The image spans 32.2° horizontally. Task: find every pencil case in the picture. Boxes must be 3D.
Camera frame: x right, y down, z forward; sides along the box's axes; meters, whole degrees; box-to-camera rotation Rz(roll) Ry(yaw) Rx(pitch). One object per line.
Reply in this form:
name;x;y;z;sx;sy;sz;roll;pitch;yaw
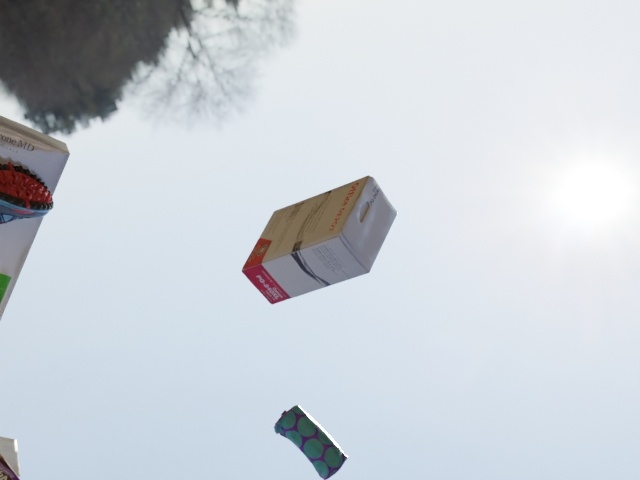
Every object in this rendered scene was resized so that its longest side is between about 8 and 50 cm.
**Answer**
pencil case;-0.020;0.384;2.104;0.070;0.151;0.064;-44;179;9

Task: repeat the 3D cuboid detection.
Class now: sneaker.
sneaker;-0.616;-0.072;2.002;0.262;0.104;0.125;6;141;-38

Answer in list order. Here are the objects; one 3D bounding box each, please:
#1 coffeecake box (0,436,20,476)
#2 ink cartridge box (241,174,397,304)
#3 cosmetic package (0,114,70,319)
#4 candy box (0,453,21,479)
coffeecake box;-0.605;0.372;1.788;0.186;0.068;0.142;-24;154;18
ink cartridge box;0.000;0.000;1.244;0.150;0.063;0.109;-19;-150;38
cosmetic package;-0.643;-0.051;2.139;0.197;0.365;0.155;21;-172;-19
candy box;-0.446;0.317;1.348;0.186;0.109;0.053;-45;170;32
